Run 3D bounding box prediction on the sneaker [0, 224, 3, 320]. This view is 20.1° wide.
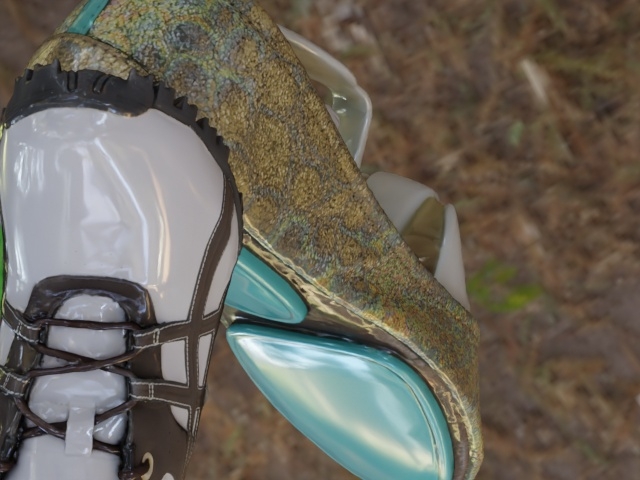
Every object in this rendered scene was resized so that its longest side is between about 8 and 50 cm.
[{"bbox_3d":[-0.307,0.144,0.843,0.202,0.483,0.185,2,134,53],"label":"sneaker"}]

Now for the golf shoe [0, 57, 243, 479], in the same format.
[{"bbox_3d":[-0.065,0.036,0.556,0.077,0.094,0.198,4,136,4],"label":"golf shoe"}]

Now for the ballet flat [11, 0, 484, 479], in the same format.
[{"bbox_3d":[0.000,0.000,0.756,0.123,0.123,0.348,27,166,38],"label":"ballet flat"}]
